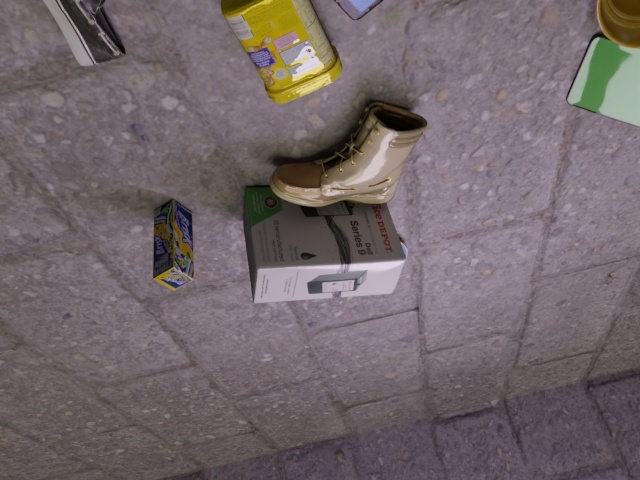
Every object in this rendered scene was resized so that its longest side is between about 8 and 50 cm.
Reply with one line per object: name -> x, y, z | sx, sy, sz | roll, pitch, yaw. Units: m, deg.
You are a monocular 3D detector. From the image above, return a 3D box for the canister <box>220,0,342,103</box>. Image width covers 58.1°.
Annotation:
canister -> -0.054, -0.300, 0.850 | 0.126, 0.073, 0.170 | -21, 142, 12

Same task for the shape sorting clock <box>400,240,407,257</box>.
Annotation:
shape sorting clock -> 0.111, 0.052, 1.396 | 0.206, 0.040, 0.206 | -7, 144, -6

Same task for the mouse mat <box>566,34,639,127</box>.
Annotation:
mouse mat -> 0.549, -0.272, 1.017 | 0.189, 0.007, 0.153 | 24, 147, 17

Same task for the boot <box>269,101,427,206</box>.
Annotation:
boot -> 0.049, -0.156, 1.052 | 0.262, 0.095, 0.203 | 1, 143, -19

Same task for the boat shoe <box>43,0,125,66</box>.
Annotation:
boat shoe -> -0.317, -0.323, 0.747 | 0.070, 0.078, 0.219 | -10, 152, -1

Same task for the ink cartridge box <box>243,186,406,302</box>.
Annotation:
ink cartridge box -> 0.000, 0.000, 1.154 | 0.289, 0.211, 0.121 | -3, 142, -14

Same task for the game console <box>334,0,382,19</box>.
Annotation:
game console -> 0.074, -0.366, 0.792 | 0.144, 0.124, 0.085 | -33, 113, 25

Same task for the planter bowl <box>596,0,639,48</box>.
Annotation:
planter bowl -> 0.503, -0.403, 0.848 | 0.217, 0.090, 0.217 | -3, 142, -3

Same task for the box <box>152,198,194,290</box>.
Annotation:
box -> -0.284, 0.006, 1.113 | 0.054, 0.169, 0.059 | -26, 141, 20
